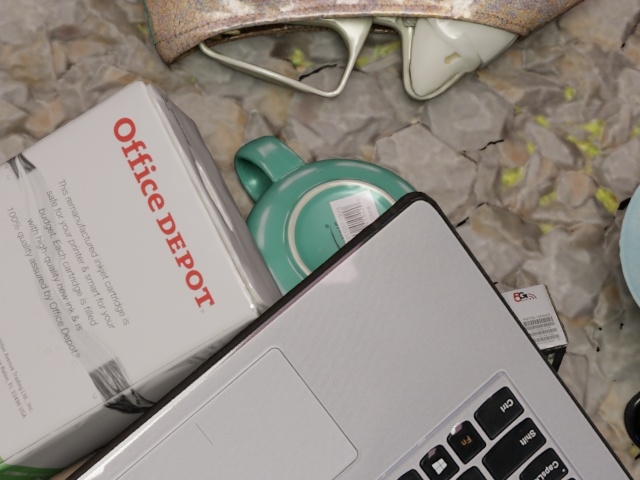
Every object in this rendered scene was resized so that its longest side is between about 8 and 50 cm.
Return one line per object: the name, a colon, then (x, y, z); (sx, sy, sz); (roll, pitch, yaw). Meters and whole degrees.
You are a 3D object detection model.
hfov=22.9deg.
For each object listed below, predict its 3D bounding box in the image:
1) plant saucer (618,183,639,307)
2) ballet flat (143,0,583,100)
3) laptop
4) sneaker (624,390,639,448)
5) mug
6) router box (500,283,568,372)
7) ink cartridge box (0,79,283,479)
plant saucer: (0.277, 0.004, 0.930); (0.195, 0.037, 0.195); (-12, 50, 15)
ballet flat: (0.036, -0.147, 1.062); (0.316, 0.107, 0.106); (2, 88, 0)
laptop: (0.062, 0.252, 0.749); (0.382, 0.236, 0.408); (-40, 104, -13)
sneaker: (0.284, 0.064, 0.976); (0.182, 0.127, 0.316); (5, 69, -6)
mug: (0.000, 0.009, 0.983); (0.157, 0.097, 0.129); (23, 68, 3)
router box: (0.046, 0.093, 0.933); (0.178, 0.133, 0.046); (-11, 58, -10)
ink cartridge box: (-0.145, 0.034, 0.919); (0.219, 0.092, 0.160); (-30, 73, 9)
